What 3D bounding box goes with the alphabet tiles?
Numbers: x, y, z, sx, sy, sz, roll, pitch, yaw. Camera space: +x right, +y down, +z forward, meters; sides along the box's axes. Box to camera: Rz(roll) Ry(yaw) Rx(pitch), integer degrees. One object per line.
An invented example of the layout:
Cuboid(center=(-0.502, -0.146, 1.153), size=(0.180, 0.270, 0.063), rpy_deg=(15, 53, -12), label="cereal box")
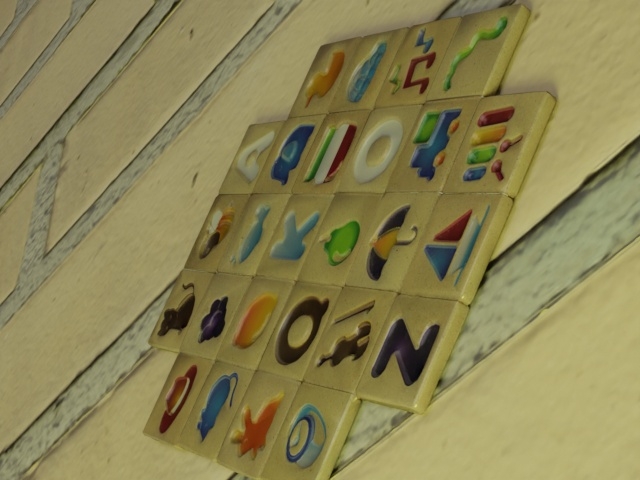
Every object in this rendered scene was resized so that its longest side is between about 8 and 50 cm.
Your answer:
Cuboid(center=(0.000, 0.000, 0.819), size=(0.342, 0.011, 0.285), rpy_deg=(3, 67, 62), label="alphabet tiles")
